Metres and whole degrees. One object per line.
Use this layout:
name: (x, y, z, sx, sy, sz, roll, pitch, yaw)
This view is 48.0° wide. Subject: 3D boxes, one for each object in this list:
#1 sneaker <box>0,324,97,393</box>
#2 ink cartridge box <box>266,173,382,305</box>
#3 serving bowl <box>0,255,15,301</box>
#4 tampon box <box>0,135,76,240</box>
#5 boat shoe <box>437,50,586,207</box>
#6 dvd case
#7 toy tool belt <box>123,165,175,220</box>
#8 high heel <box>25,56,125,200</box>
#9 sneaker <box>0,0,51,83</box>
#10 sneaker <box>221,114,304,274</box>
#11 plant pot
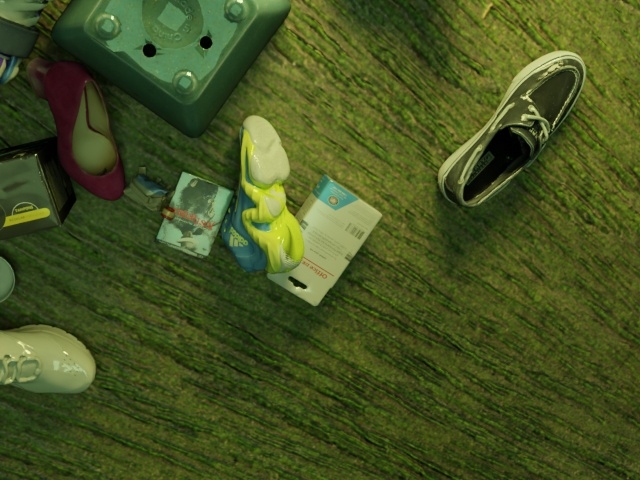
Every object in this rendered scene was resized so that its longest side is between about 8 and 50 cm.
sneaker: (-0.480, 0.175, 1.050, 0.297, 0.129, 0.110, 18, 100, -16)
ink cartridge box: (0.000, 0.000, 1.128, 0.104, 0.060, 0.180, 33, 97, -18)
serving bowl: (-0.494, 0.053, 1.065, 0.084, 0.027, 0.083, -3, 106, -10)
tampon box: (-0.414, -0.069, 0.975, 0.121, 0.161, 0.101, -14, 108, -6)
boat shoe: (0.310, -0.170, 1.118, 0.301, 0.102, 0.108, -44, 109, 4)
dvd case: (-0.194, -0.038, 1.105, 0.087, 0.013, 0.119, 22, 101, -16)
toy tool belt: (-0.244, -0.071, 1.064, 0.083, 0.052, 0.051, 30, 92, 2)
high heel: (-0.300, -0.136, 0.968, 0.082, 0.117, 0.244, -43, 140, -31)
sneaker: (-0.355, -0.287, 0.855, 0.130, 0.323, 0.236, 7, 87, -54)
sneaker: (-0.108, -0.060, 1.073, 0.126, 0.091, 0.239, -17, 79, 31)
plant pot: (-0.185, -0.281, 0.912, 0.248, 0.252, 0.247, 35, 96, -18)
